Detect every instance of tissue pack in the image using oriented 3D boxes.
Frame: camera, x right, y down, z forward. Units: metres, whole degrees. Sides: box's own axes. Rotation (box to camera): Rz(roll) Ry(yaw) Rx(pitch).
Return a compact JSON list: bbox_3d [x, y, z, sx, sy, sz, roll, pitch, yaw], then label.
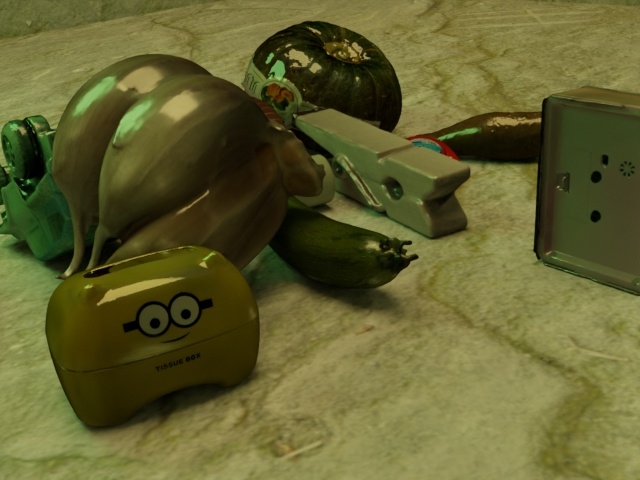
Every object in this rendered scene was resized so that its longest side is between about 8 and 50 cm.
[{"bbox_3d":[-0.148,0.072,0.768,0.178,0.127,0.123,-14,22,-25],"label":"tissue pack"}]

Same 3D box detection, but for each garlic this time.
[{"bbox_3d":[-0.151,-0.067,0.907,0.292,0.237,0.210,-24,30,-32],"label":"garlic"}]

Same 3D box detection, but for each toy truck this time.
[{"bbox_3d":[-0.305,-0.066,1.054,0.155,0.156,0.279,-19,0,-33],"label":"toy truck"}]

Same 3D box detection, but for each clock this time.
[{"bbox_3d":[0.306,-0.056,0.914,0.071,0.192,0.147,-20,27,-37],"label":"clock"}]

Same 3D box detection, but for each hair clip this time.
[{"bbox_3d":[0.072,-0.096,1.183,0.085,0.101,0.331,-12,26,-27],"label":"hair clip"}]

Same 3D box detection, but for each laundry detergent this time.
[{"bbox_3d":[0.155,-0.101,1.239,0.097,0.049,0.165,1,25,-1],"label":"laundry detergent"}]

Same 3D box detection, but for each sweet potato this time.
[{"bbox_3d":[0.260,-0.154,1.324,0.244,0.077,0.077,-6,22,12],"label":"sweet potato"}]

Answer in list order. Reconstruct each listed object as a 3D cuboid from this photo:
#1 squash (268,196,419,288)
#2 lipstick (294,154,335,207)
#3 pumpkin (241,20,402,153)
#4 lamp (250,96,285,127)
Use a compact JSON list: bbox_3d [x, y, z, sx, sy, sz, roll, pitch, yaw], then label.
[{"bbox_3d":[-0.003,0.001,0.977,0.080,0.071,0.318,-32,30,-19],"label":"squash"},{"bbox_3d":[-0.107,-0.054,1.135,0.254,0.070,0.070,-15,25,-25],"label":"lipstick"},{"bbox_3d":[0.003,-0.240,1.434,0.260,0.189,0.260,15,39,-13],"label":"pumpkin"},{"bbox_3d":[-0.114,-0.143,1.270,0.136,0.136,0.136,-3,23,1],"label":"lamp"}]
